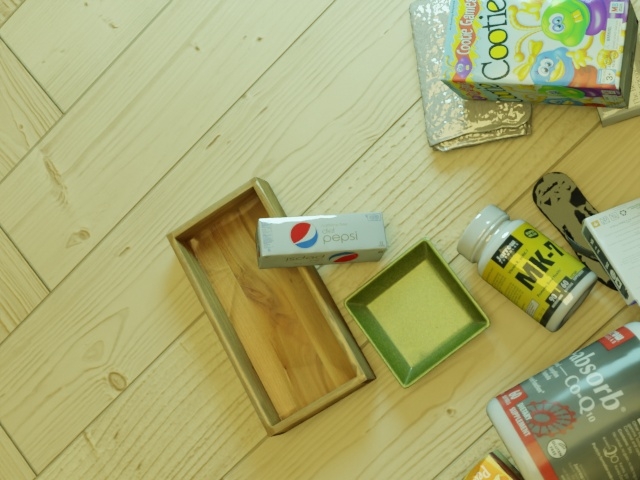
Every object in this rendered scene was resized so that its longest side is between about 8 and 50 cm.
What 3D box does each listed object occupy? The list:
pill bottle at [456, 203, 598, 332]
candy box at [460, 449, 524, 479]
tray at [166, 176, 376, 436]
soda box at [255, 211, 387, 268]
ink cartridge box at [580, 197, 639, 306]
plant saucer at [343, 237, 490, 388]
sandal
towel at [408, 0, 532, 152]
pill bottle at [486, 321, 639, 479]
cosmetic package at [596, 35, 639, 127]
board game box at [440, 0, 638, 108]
[{"bbox_3d":[0.331,0.041,1.683,0.208,0.119,0.119,39,97,18],"label":"pill bottle"},{"bbox_3d":[0.235,0.515,1.681,0.316,0.087,0.183,-47,72,8],"label":"candy box"},{"bbox_3d":[-0.090,0.115,1.842,0.203,0.076,0.411,-32,74,13],"label":"tray"},{"bbox_3d":[0.000,0.000,1.771,0.216,0.074,0.069,-3,70,-10],"label":"soda box"},{"bbox_3d":[0.541,0.019,1.590,0.206,0.045,0.208,-20,57,-6],"label":"ink cartridge box"},{"bbox_3d":[0.166,0.123,1.768,0.188,0.045,0.188,-39,74,11],"label":"plant saucer"},{"bbox_3d":[0.441,-0.008,1.684,0.254,0.054,0.097,44,99,18],"label":"sandal"},{"bbox_3d":[0.256,-0.299,1.781,0.187,0.049,0.282,-11,81,17],"label":"towel"},{"bbox_3d":[0.452,0.250,1.561,0.363,0.210,0.210,-30,76,3],"label":"pill bottle"},{"bbox_3d":[0.472,-0.316,1.703,0.099,0.060,0.239,-19,79,17],"label":"cosmetic package"},{"bbox_3d":[0.347,-0.298,1.641,0.275,0.142,0.144,6,88,23],"label":"board game box"}]
